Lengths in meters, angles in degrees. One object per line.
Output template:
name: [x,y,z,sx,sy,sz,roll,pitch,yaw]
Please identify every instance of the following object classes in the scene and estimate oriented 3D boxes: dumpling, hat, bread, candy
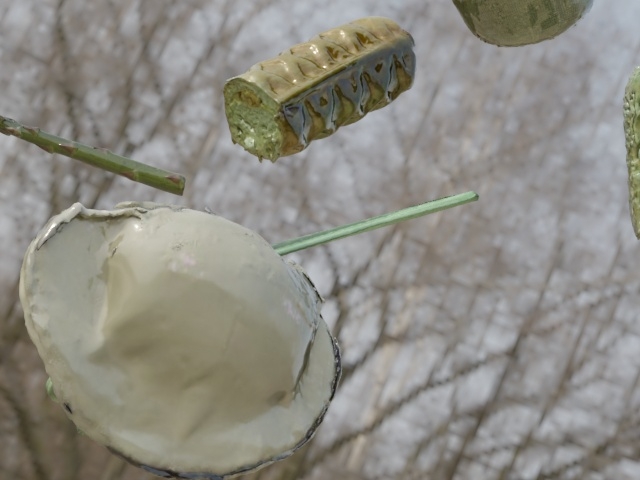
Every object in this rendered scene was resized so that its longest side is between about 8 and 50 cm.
dumpling: [-0.092,0.073,1.238,0.247,0.172,0.142,20,-30,-30]
hat: [0.204,-0.267,1.912,0.257,0.257,0.130,3,-61,49]
bread: [0.009,-0.166,2.009,0.098,0.269,0.087,40,-47,19]
candy: [0.000,0.000,1.834,0.335,0.092,0.093,-17,-17,-13]
bread: [0.319,-0.061,1.776,0.064,0.172,0.232,-5,-43,11]

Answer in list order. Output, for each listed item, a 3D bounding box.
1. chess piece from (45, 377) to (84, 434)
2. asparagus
chess piece: [-0.278,0.188,2.159,0.042,0.042,0.093,42,4,-45]
asparagus: [-0.253,-0.095,1.910,0.248,0.024,0.025,20,27,-7]
